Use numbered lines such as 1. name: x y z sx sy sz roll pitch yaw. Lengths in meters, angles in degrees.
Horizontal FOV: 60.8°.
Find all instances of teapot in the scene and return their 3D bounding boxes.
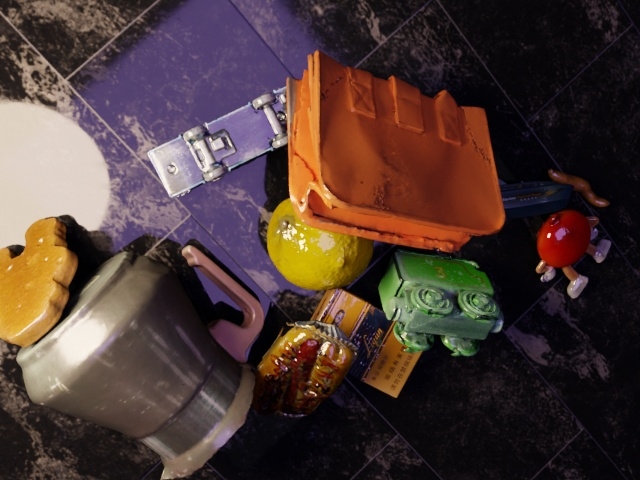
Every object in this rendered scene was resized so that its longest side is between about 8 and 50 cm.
1. teapot: -0.283 0.200 0.987 0.362 0.305 0.376 48 57 -21

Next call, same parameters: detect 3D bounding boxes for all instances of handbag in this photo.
1. handbag: 0.139 -0.148 0.989 0.410 0.116 0.304 9 67 -30

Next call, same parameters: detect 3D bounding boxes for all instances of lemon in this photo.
1. lemon: 0.000 0.000 1.035 0.231 0.192 0.192 16 95 -52

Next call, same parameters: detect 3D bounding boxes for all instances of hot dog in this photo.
1. hot dog: -0.038 0.262 1.070 0.162 0.082 0.270 26 121 -12

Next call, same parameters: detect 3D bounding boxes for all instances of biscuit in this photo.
1. biscuit: -0.489 0.072 0.917 0.186 0.295 0.044 -40 132 -1

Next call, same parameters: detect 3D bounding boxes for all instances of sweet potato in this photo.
1. sweet potato: 0.571 -0.121 1.215 0.179 0.044 0.044 23 92 -20

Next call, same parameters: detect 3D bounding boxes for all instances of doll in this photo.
1. doll: 0.543 0.015 1.208 0.217 0.085 0.183 34 92 -30

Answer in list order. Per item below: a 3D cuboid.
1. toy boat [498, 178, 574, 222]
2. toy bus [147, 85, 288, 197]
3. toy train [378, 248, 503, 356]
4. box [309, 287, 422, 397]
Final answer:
1. toy boat: 0.430 -0.094 1.165 0.246 0.093 0.103 -9 77 -10
2. toy bus: -0.160 -0.184 1.017 0.297 0.131 0.106 -27 99 -7
3. toy train: 0.240 0.124 1.103 0.243 0.188 0.132 9 128 -12
4. box: 0.091 0.209 1.149 0.237 0.070 0.152 30 91 -15
